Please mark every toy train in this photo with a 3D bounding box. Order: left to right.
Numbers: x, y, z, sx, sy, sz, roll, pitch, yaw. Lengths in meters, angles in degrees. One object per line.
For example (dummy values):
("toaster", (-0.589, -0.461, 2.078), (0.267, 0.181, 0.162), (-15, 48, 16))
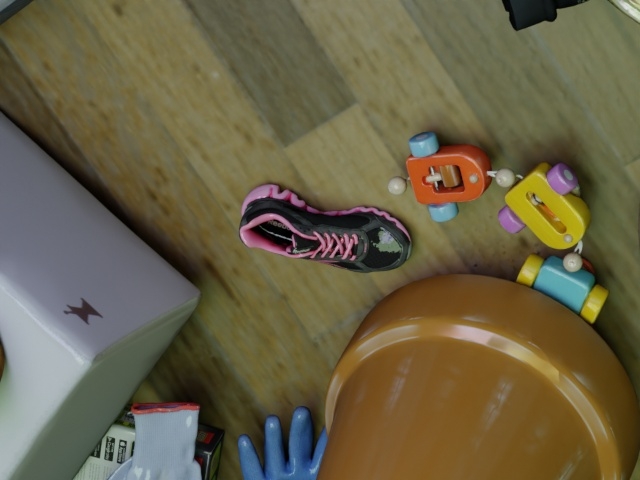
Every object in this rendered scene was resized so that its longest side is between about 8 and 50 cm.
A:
("toy train", (0.123, -0.003, 1.143), (0.125, 0.046, 0.166), (-9, 113, 32))

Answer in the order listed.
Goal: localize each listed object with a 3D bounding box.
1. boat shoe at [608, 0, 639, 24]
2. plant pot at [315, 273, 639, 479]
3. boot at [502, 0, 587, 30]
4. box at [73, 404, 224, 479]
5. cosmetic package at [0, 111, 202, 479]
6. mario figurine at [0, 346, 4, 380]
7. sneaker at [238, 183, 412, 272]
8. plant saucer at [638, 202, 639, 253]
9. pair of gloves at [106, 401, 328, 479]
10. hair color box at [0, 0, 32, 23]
("boat shoe", (0.192, -0.162, 1.057), (0.135, 0.050, 0.045), (32, 120, 1))
("plant pot", (0.079, 0.155, 1.109), (0.205, 0.188, 0.205), (13, 125, 19))
("boot", (0.169, -0.260, 1.007), (0.207, 0.094, 0.246), (-20, 82, 2))
("box", (-0.142, 0.222, 1.298), (0.114, 0.036, 0.207), (14, 113, 9))
("cosmetic package", (-0.309, 0.144, 1.223), (0.230, 0.161, 0.453), (42, 116, 10))
("mario figurine", (-0.359, 0.103, 1.047), (0.320, 0.198, 0.170), (-22, 148, 19))
("sneaker", (0.000, 0.000, 1.166), (0.119, 0.057, 0.047), (12, 111, 8))
("plant saucer", (0.322, 0.005, 1.047), (0.278, 0.041, 0.278), (13, 113, 34))
("pair of gloves", (-0.068, 0.184, 1.238), (0.198, 0.023, 0.159), (2, 114, -9))
("hair color box", (-0.197, -0.253, 1.088), (0.374, 0.113, 0.185), (-32, 99, 22))
